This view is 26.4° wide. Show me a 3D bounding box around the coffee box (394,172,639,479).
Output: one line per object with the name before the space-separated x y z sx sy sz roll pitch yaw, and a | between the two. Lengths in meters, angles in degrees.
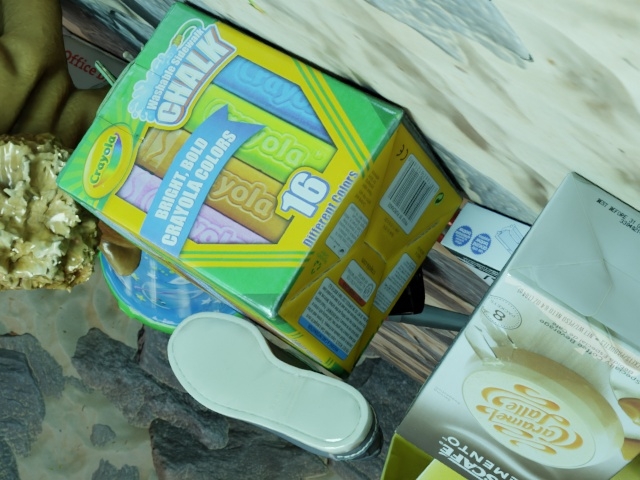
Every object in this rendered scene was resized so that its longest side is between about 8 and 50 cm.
coffee box | 0.162 0.085 0.914 0.141 0.098 0.246 33 147 7

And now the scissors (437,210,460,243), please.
scissors | 0.152 0.019 1.284 0.109 0.021 0.297 24 171 40

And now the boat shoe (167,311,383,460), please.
boat shoe | -0.037 0.120 1.074 0.206 0.075 0.065 23 165 35

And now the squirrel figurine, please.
squirrel figurine | -0.294 -0.070 1.257 0.370 0.281 0.397 28 -147 -23

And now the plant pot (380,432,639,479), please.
plant pot | 0.186 0.191 1.175 0.187 0.212 0.212 37 -161 -2

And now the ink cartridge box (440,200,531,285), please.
ink cartridge box | 0.197 0.038 1.052 0.207 0.046 0.097 26 171 48

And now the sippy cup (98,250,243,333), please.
sippy cup | -0.163 -0.024 1.656 0.224 0.306 0.240 98 148 -71

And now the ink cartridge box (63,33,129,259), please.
ink cartridge box | -0.270 -0.106 1.530 0.153 0.208 0.087 30 176 29

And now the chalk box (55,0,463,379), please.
chalk box | -0.070 -0.052 1.073 0.289 0.179 0.180 29 173 28

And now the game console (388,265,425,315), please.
game console | 0.000 0.000 1.462 0.213 0.043 0.361 2 154 8

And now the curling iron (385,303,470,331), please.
curling iron | 0.082 0.089 1.653 0.274 0.035 0.068 5 139 3
